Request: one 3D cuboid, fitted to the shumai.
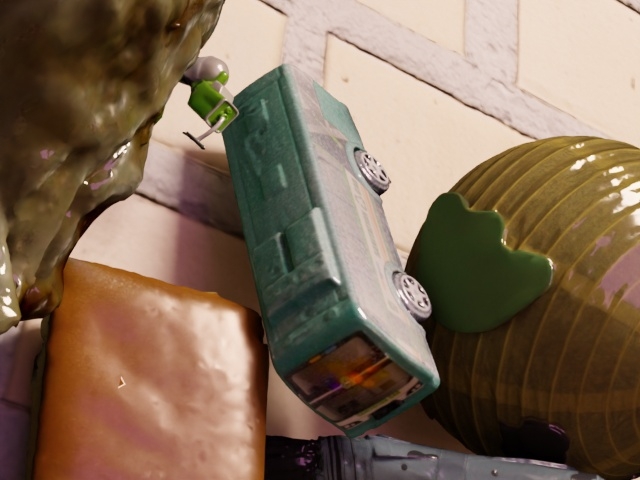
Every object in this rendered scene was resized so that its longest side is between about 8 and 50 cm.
[{"bbox_3d":[-0.205,-0.052,0.655,0.292,0.329,0.289,52,31,-35],"label":"shumai"}]

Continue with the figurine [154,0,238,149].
[{"bbox_3d":[-0.132,-0.130,0.890,0.192,0.126,0.147,-50,119,-30],"label":"figurine"}]

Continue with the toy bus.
[{"bbox_3d":[0.000,0.000,0.885,0.109,0.091,0.262,37,26,-41],"label":"toy bus"}]

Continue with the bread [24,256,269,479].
[{"bbox_3d":[-0.105,0.192,0.751,0.138,0.077,0.361,11,59,-19],"label":"bread"}]

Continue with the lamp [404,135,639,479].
[{"bbox_3d":[0.194,0.057,0.916,0.250,0.284,0.250,-18,118,-36],"label":"lamp"}]

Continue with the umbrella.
[{"bbox_3d":[0.060,0.152,0.851,0.250,0.053,0.052,8,98,5],"label":"umbrella"}]
